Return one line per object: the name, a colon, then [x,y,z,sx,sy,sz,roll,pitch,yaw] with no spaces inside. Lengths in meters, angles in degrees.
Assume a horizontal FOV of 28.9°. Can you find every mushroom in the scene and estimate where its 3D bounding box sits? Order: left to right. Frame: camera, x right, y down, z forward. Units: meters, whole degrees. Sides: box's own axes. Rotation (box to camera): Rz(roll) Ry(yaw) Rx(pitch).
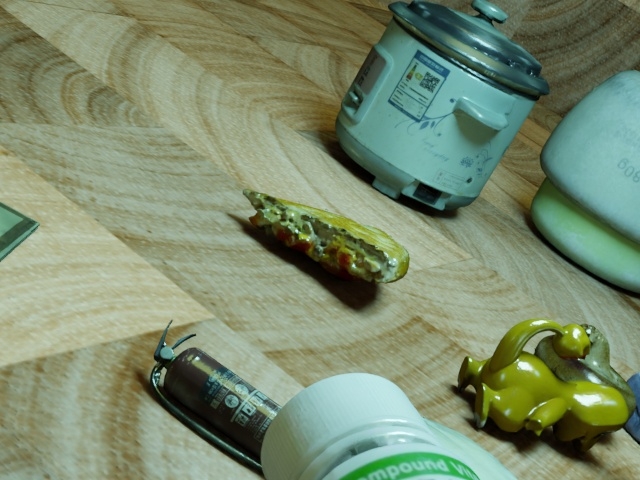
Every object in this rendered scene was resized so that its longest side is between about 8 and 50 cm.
mushroom: [0.284,0.151,1.342,0.109,0.085,0.126,60,-1,-31]

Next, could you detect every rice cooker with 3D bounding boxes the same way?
rice cooker: [0.178,-0.210,1.803,0.264,0.317,0.317,23,19,-21]

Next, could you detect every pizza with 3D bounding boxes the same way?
pizza: [0.000,0.000,1.356,0.199,0.062,0.188,23,6,-1]

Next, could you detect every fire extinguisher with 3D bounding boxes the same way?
fire extinguisher: [-0.068,0.125,0.934,0.158,0.043,0.064,33,60,12]

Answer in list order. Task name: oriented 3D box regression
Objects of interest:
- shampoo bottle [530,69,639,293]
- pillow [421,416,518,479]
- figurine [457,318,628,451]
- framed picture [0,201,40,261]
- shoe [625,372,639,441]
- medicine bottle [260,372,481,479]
shampoo bottle: [0.515,-0.100,1.991,0.322,0.317,0.322,25,21,-10]
pillow: [0.136,0.214,0.992,0.229,0.051,0.128,39,13,24]
figurine: [0.234,0.140,1.228,0.176,0.122,0.121,22,17,-21]
framed picture: [-0.353,-0.043,0.998,0.231,0.010,0.173,29,18,-2]
shoe: [0.452,0.231,1.365,0.137,0.095,0.245,8,21,-43]
medicine bottle: [0.050,0.195,0.776,0.139,0.139,0.237,20,20,-28]
